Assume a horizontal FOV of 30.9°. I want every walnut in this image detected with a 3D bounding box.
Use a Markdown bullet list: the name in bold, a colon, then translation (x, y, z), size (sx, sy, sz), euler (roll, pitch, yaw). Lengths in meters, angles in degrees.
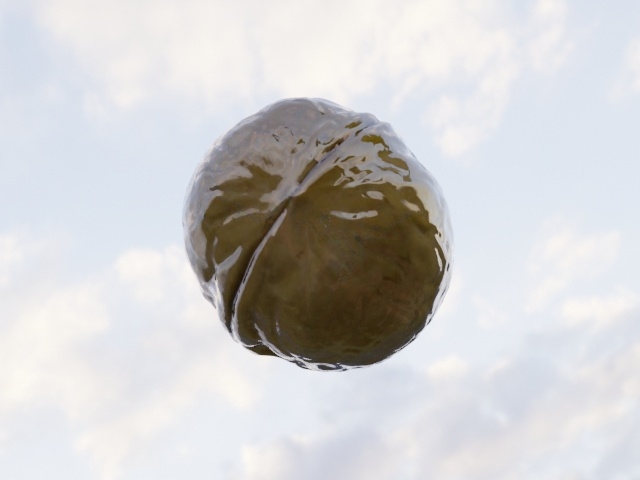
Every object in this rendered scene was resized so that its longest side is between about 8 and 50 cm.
- **walnut**: translation (0.000, 0.000, 0.698), size (0.165, 0.165, 0.197), euler (-25, -12, -5)
